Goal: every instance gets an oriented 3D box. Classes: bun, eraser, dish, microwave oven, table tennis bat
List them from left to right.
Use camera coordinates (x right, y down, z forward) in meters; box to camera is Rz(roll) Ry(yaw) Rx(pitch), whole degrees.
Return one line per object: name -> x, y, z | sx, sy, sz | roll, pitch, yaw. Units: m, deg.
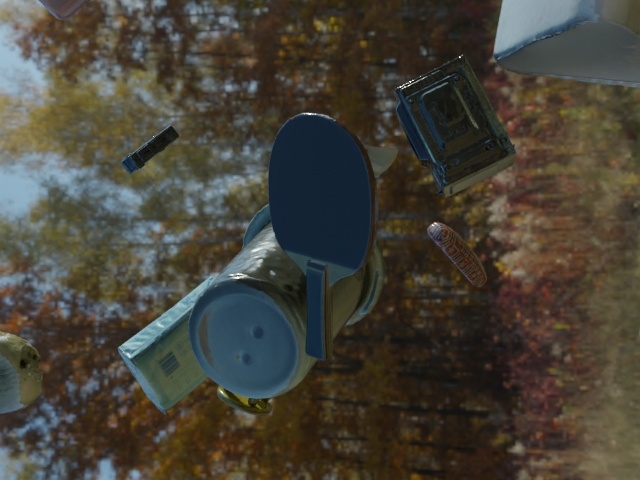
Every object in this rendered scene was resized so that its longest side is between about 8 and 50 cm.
bun -> -0.670, 0.274, 1.923 | 0.128, 0.193, 0.178 | -28, -74, -60
table tennis bat -> 0.000, 0.000, 1.061 | 0.022, 0.173, 0.301 | -18, -66, -44
dish -> 0.061, -0.189, 2.126 | 0.151, 0.212, 0.077 | 157, 123, -68
microwave oven -> 0.241, -0.204, 1.619 | 0.205, 0.163, 0.129 | 64, -177, 11
eraser -> 0.415, -0.349, 1.418 | 0.331, 0.331, 0.150 | 24, -106, -76

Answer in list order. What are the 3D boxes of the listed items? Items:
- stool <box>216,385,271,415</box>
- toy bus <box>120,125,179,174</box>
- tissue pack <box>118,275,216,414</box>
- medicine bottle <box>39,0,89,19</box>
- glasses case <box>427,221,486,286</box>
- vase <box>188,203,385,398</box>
stool -> -0.125, 0.256, 1.678 | 0.110, 0.134, 0.135 | -69, 24, 5
toy bus -> -0.446, -0.239, 2.349 | 0.047, 0.065, 0.166 | 52, -123, -10
tissue pack -> -0.286, 0.222, 1.931 | 0.263, 0.089, 0.177 | -41, -49, -25
medicine bottle -> -0.347, -0.412, 1.270 | 0.135, 0.168, 0.135 | 49, -179, -1
glasses case -> 0.294, 0.030, 1.875 | 0.194, 0.049, 0.073 | 45, -175, -38
vase -> -0.060, 0.086, 1.300 | 0.291, 0.245, 0.245 | -47, -45, -61
